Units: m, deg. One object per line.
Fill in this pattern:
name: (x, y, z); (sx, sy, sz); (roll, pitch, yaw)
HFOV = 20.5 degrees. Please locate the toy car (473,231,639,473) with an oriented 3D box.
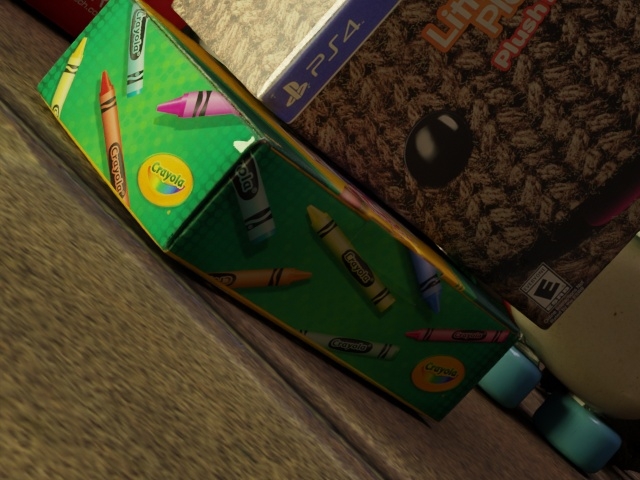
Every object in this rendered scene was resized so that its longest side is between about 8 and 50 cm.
toy car: (0.207, 0.029, 1.501); (0.210, 0.219, 0.238); (39, 5, -30)

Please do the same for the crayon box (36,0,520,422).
crayon box: (-0.019, -0.013, 1.026); (0.278, 0.081, 0.165); (35, 9, -48)

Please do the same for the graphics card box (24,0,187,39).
graphics card box: (-0.265, -0.293, 1.344); (0.371, 0.094, 0.233); (49, 9, 37)

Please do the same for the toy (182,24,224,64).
toy: (-0.066, -0.145, 1.337); (0.056, 0.137, 0.237); (7, 21, -26)

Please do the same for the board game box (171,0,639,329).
board game box: (0.103, -0.125, 1.087); (0.291, 0.232, 0.141); (36, 8, -38)

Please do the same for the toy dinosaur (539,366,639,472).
toy dinosaur: (0.283, 0.165, 1.664); (0.160, 0.121, 0.313); (30, 12, -5)

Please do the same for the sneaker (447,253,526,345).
sneaker: (0.121, 0.012, 1.723); (0.123, 0.109, 0.295); (8, 29, -44)

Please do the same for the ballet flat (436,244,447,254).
ballet flat: (0.004, -0.054, 1.368); (0.248, 0.086, 0.086); (43, 6, 11)
